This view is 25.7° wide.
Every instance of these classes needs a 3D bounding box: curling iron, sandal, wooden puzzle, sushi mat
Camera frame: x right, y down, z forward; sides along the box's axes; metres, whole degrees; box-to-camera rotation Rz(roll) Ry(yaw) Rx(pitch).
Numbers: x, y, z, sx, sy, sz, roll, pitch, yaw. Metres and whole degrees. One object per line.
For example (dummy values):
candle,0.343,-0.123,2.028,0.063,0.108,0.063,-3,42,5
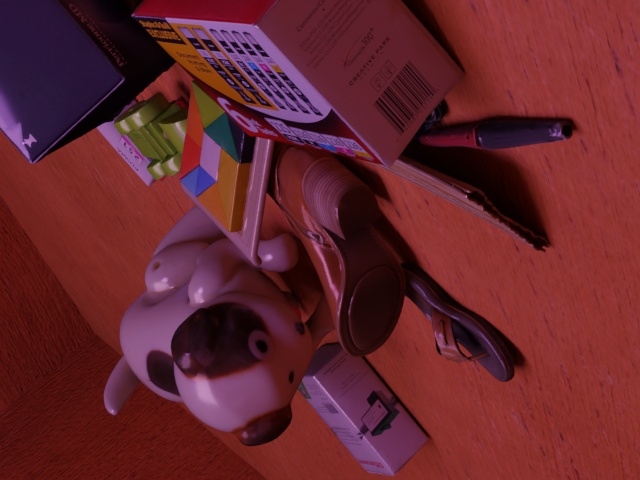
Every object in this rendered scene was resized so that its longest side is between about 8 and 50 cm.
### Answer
curling iron,0.153,-0.114,1.388,0.068,0.035,0.274,57,162,-25
sandal,0.162,0.114,1.820,0.219,0.060,0.090,42,162,22
wooden puzzle,-0.135,-0.112,1.898,0.221,0.044,0.238,43,137,46
sushi mat,0.103,-0.074,1.543,0.316,0.019,0.151,31,178,46

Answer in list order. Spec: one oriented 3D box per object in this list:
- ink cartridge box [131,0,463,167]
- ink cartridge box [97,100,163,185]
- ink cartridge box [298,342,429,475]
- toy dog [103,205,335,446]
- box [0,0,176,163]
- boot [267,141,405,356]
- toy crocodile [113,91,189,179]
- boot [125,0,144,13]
ink cartridge box,-0.054,-0.223,1.426,0.272,0.130,0.309,45,167,-28
ink cartridge box,-0.366,-0.212,2.428,0.275,0.060,0.239,49,162,-1
ink cartridge box,0.063,0.285,2.383,0.219,0.092,0.160,51,164,-7
toy dog,-0.158,0.145,2.153,0.284,0.395,0.408,65,167,-20
box,-0.356,-0.288,1.812,0.296,0.183,0.294,49,-160,-5
boot,0.000,0.000,1.856,0.220,0.109,0.283,37,151,49
toy crocodile,-0.234,-0.169,2.147,0.115,0.105,0.340,53,167,-11
boot,-0.284,-0.409,1.766,0.269,0.089,0.236,44,165,30
